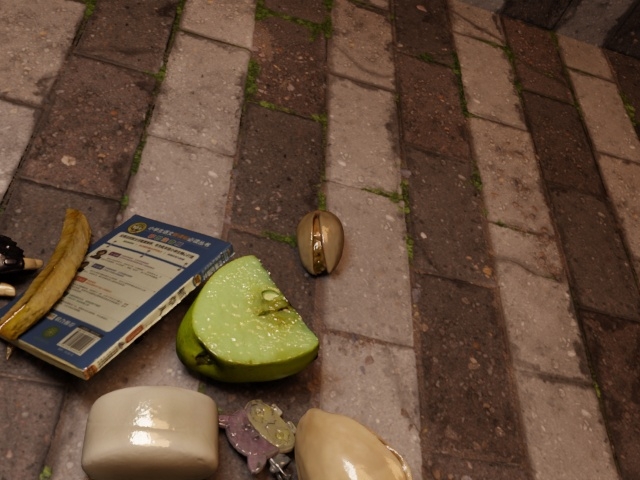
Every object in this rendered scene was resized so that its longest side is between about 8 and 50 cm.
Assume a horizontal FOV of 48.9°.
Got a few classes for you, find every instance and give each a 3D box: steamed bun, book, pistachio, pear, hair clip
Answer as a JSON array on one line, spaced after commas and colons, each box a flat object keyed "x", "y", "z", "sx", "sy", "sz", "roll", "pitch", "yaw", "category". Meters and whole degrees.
[{"x": -0.300, "y": 0.352, "z": 1.273, "sx": 0.241, "sy": 0.164, "sz": 0.146, "roll": 8, "pitch": 50, "yaw": -19, "category": "steamed bun"}, {"x": -0.420, "y": 0.092, "z": 1.441, "sx": 0.300, "sy": 0.039, "sz": 0.428, "roll": 16, "pitch": 40, "yaw": 30, "category": "book"}, {"x": 0.060, "y": 0.460, "z": 1.331, "sx": 0.318, "sy": 0.214, "sz": 0.193, "roll": 51, "pitch": 7, "yaw": 33, "category": "pistachio"}, {"x": 0.000, "y": 0.000, "z": 1.745, "sx": 0.124, "sy": 0.124, "sz": 0.185, "roll": 9, "pitch": 65, "yaw": -17, "category": "pistachio"}, {"x": -0.170, "y": 0.201, "z": 1.466, "sx": 0.292, "sy": 0.159, "sz": 0.292, "roll": 10, "pitch": 46, "yaw": -11, "category": "pear"}, {"x": -0.113, "y": 0.394, "z": 1.396, "sx": 0.146, "sy": 0.056, "sz": 0.187, "roll": -16, "pitch": 57, "yaw": -41, "category": "hair clip"}]

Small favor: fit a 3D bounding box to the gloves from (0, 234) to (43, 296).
[{"x": -0.672, "y": 0.038, "z": 1.424, "sx": 0.203, "sy": 0.124, "sz": 0.164, "roll": -6, "pitch": 73, "yaw": -18, "category": "gloves"}]

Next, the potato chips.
[{"x": -0.536, "y": 0.054, "z": 1.431, "sx": 0.080, "sy": 0.057, "sz": 0.407, "roll": -15, "pitch": 33, "yaw": 12, "category": "potato chips"}]

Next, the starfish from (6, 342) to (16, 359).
[{"x": -0.595, "y": 0.193, "z": 1.383, "sx": 0.092, "sy": 0.016, "sz": 0.086, "roll": 31, "pitch": 51, "yaw": 15, "category": "starfish"}]

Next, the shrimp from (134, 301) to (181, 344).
[{"x": -0.369, "y": 0.139, "z": 1.498, "sx": 0.117, "sy": 0.066, "sz": 0.262, "roll": 15, "pitch": 31, "yaw": 9, "category": "shrimp"}]
